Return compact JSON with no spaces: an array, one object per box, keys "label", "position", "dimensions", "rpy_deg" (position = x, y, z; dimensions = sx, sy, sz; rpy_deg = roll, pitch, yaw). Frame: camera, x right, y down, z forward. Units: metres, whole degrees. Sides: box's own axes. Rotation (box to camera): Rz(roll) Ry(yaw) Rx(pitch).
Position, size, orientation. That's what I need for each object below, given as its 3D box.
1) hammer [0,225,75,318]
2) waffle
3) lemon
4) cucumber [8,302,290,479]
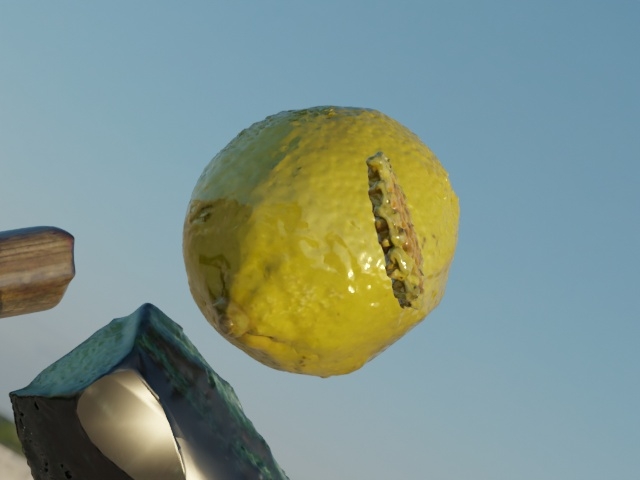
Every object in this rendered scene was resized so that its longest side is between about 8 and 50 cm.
[{"label":"hammer","position":[-0.281,0.042,0.845],"dimensions":[0.409,0.095,0.242],"rpy_deg":[-8,-11,-45]},{"label":"waffle","position":[0.038,-0.006,0.862],"dimensions":[0.016,0.078,0.085],"rpy_deg":[-13,6,7]},{"label":"lemon","position":[0.000,0.000,1.722],"dimensions":[0.268,0.322,0.268],"rpy_deg":[11,-54,15]},{"label":"cucumber","position":[-0.067,0.132,0.842],"dimensions":[0.193,0.115,0.086],"rpy_deg":[62,-13,-19]}]
